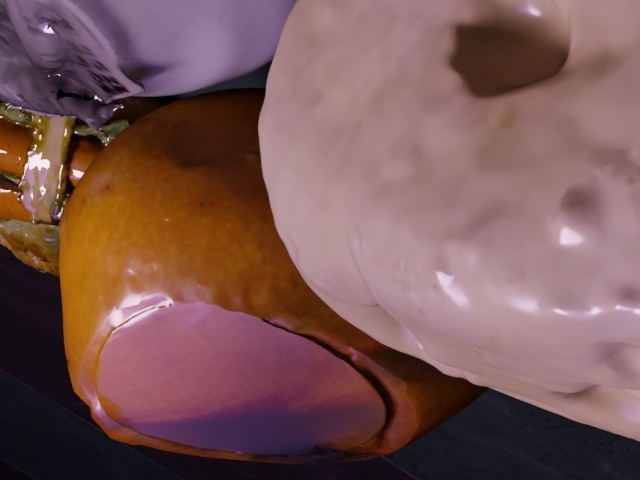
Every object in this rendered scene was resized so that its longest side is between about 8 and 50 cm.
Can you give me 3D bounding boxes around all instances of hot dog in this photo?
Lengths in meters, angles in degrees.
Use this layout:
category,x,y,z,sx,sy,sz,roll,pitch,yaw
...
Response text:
category,x,y,z,sx,sy,sz,roll,pitch,yaw
hot dog,-0.184,-0.062,0.985,0.269,0.072,0.109,16,117,17

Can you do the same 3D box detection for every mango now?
category,x,y,z,sx,sy,sz,roll,pitch,yaw
mango,0.000,0.000,0.804,0.236,0.166,0.136,6,136,7

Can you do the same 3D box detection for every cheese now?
category,x,y,z,sx,sy,sz,roll,pitch,yaw
cheese,0.103,-0.021,0.627,0.248,0.173,0.251,19,173,36

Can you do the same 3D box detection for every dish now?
category,x,y,z,sx,sy,sz,roll,pitch,yaw
dish,-0.142,-0.136,0.733,0.316,0.106,0.316,23,160,9

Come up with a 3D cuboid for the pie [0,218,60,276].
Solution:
category,x,y,z,sx,sy,sz,roll,pitch,yaw
pie,-0.141,-0.008,1.132,0.240,0.054,0.240,24,162,8
